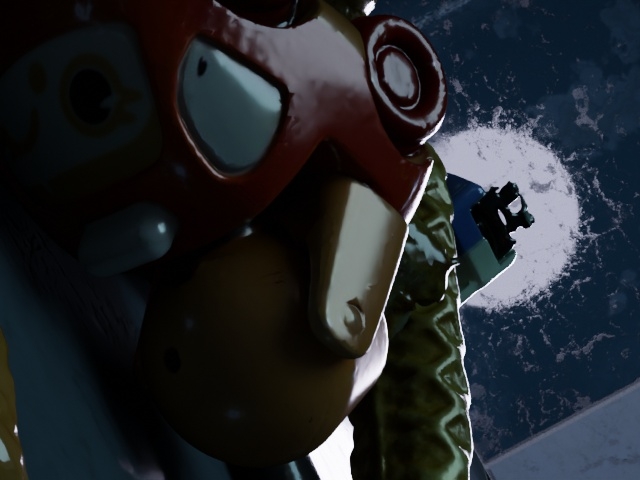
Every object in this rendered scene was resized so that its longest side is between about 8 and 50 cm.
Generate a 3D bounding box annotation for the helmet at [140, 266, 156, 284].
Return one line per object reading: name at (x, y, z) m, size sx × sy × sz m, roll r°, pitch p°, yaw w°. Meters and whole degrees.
helmet at (-0.085, 0.001, 0.941) m, size 0.098 × 0.070 × 0.123 m, roll 53°, pitch -6°, yaw 45°

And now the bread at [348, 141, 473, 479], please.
bread at (0.057, 0.063, 1.028) m, size 0.077 × 0.084 × 0.367 m, roll 16°, pitch 46°, yaw -17°

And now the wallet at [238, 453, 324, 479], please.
wallet at (0.003, 0.196, 0.919) m, size 0.250 × 0.044 × 0.149 m, roll 63°, pitch 2°, yaw 29°

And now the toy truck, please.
toy truck at (-0.061, -0.026, 0.753) m, size 0.265 × 0.189 × 0.239 m, roll 37°, pitch 51°, yaw -31°

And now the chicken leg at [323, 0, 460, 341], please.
chicken leg at (-0.003, -0.126, 0.944) m, size 0.361 × 0.211 × 0.140 m, roll 54°, pitch 15°, yaw -6°

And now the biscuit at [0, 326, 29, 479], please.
biscuit at (-0.155, 0.003, 0.305) m, size 0.312 × 0.057 × 0.351 m, roll 55°, pitch 9°, yaw -54°

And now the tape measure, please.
tape measure at (0.000, 0.000, 1.284) m, size 0.351 × 0.215 × 0.098 m, roll 18°, pitch -37°, yaw 58°
